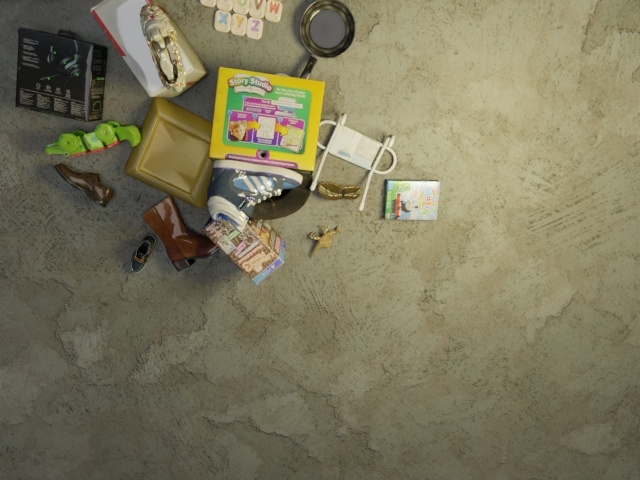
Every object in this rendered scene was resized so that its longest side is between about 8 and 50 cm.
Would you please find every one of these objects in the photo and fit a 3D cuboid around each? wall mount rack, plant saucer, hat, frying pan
[{"bbox_3d":[0.116,-0.299,1.794,0.350,0.130,0.303,22,105,-10],"label":"wall mount rack"},{"bbox_3d":[-0.536,-0.319,1.780,0.333,0.081,0.332,26,105,-11],"label":"plant saucer"},{"bbox_3d":[-0.201,-0.221,1.788,0.332,0.134,0.330,2,84,-16],"label":"hat"},{"bbox_3d":[0.020,-0.687,1.699,0.198,0.053,0.325,4,108,-5],"label":"frying pan"}]

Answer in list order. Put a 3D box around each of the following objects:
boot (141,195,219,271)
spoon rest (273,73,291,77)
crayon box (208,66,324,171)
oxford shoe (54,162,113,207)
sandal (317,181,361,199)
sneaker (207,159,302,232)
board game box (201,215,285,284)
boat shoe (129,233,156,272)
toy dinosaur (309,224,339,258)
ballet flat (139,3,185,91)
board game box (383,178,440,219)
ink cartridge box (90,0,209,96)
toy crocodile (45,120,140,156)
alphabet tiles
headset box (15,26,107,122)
[{"bbox_3d":[-0.529,-0.052,1.884,0.264,0.096,0.280,-25,101,13],"label":"boot"},{"bbox_3d":[-0.201,-0.494,1.737,0.276,0.084,0.137,-37,107,10],"label":"spoon rest"},{"bbox_3d":[-0.186,-0.413,1.656,0.364,0.106,0.312,7,90,-5],"label":"crayon box"},{"bbox_3d":[-0.892,-0.229,1.801,0.227,0.083,0.096,36,85,-15],"label":"oxford shoe"},{"bbox_3d":[0.072,-0.198,1.875,0.180,0.049,0.072,1,115,-19],"label":"sandal"},{"bbox_3d":[-0.228,-0.139,1.636,0.323,0.130,0.236,7,86,-22],"label":"sneaker"},{"bbox_3d":[-0.283,-0.014,1.816,0.141,0.232,0.291,-39,106,10],"label":"board game box"},{"bbox_3d":[-0.722,0.061,1.895,0.065,0.083,0.183,27,105,-11],"label":"boat shoe"},{"bbox_3d":[0.000,0.000,1.931,0.093,0.053,0.183,41,102,-16],"label":"toy dinosaur"},{"bbox_3d":[-0.435,-0.534,1.313,0.091,0.077,0.240,-19,107,0],"label":"ballet flat"},{"bbox_3d":[0.366,-0.164,1.903,0.212,0.039,0.160,0,108,-4],"label":"board game box"},{"bbox_3d":[-0.520,-0.620,1.521,0.161,0.384,0.279,-33,107,4],"label":"ink cartridge box"},{"bbox_3d":[-0.829,-0.362,1.730,0.341,0.115,0.105,-14,109,1],"label":"toy crocodile"},{"bbox_3d":[-0.269,-0.859,1.644,0.285,0.021,0.277,11,107,-6],"label":"alphabet tiles"},{"bbox_3d":[-0.895,-0.579,1.645,0.247,0.131,0.282,10,108,-6],"label":"headset box"}]
